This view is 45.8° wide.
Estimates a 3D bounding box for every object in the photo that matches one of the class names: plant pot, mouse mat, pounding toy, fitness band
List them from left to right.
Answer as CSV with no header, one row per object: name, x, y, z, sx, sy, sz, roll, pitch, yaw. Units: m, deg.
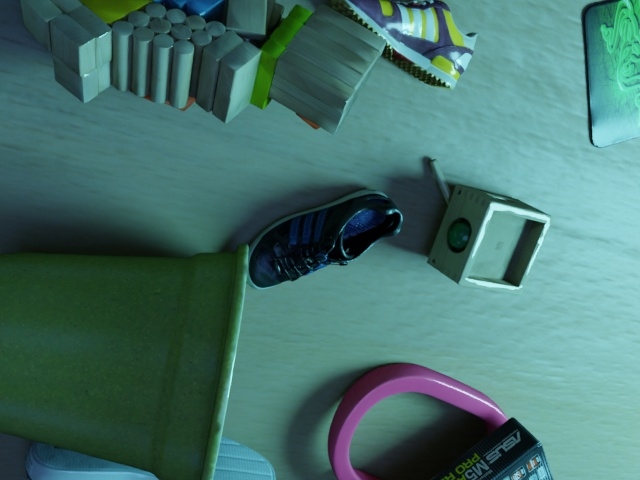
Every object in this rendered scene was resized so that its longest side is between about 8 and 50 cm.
plant pot,-0.224,0.119,0.801,0.254,0.276,0.275,10,106,-7
fitness band,0.143,0.287,1.067,0.291,0.054,0.209,27,97,-24
pounding toy,0.198,-0.017,0.962,0.141,0.100,0.130,10,106,-31
mouse mat,0.417,-0.226,0.993,0.153,0.007,0.189,-17,112,-10

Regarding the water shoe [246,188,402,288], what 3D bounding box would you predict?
water shoe,0.000,0.000,0.905,0.203,0.080,0.072,-30,114,-5

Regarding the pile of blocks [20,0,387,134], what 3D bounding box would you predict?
pile of blocks,-0.119,-0.195,0.804,0.363,0.148,0.112,9,149,-10

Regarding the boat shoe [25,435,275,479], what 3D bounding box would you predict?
boat shoe,-0.210,0.298,0.946,0.303,0.109,0.094,11,120,-11

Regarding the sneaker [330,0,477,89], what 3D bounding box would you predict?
sneaker,0.096,-0.249,0.861,0.186,0.070,0.083,28,90,-29

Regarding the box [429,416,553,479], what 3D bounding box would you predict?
box,0.239,0.405,1.085,0.216,0.060,0.270,-34,129,-10
